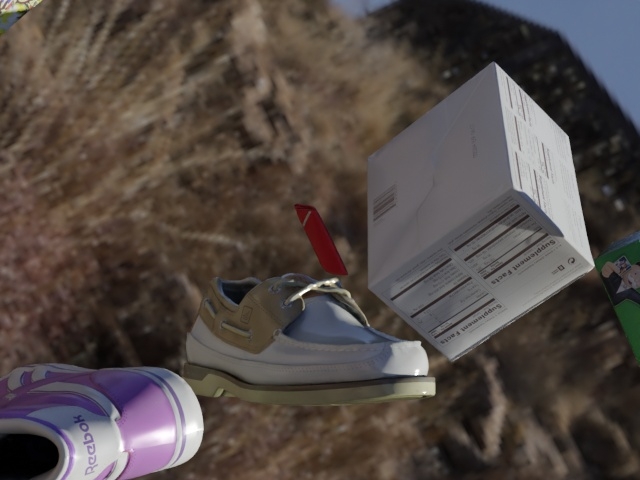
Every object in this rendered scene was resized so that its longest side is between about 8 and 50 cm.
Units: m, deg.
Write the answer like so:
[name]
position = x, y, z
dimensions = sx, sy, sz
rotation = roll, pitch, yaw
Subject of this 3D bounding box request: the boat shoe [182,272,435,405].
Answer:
[boat shoe]
position = -0.022, 0.078, 1.185
dimensions = 0.302, 0.113, 0.103
rotation = -3, -96, 54

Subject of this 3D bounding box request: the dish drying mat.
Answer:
[dish drying mat]
position = 0.000, 0.000, 1.459
dimensions = 0.032, 0.008, 0.083
rotation = 8, -47, 44

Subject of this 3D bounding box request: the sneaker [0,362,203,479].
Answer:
[sneaker]
position = -0.235, 0.150, 1.095
dimensions = 0.282, 0.161, 0.102
rotation = -19, -93, 45

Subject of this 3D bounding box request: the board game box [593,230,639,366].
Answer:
[board game box]
position = 0.326, 0.097, 1.384
dimensions = 0.213, 0.046, 0.317
rotation = 65, 14, 3

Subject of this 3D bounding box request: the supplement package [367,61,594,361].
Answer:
[supplement package]
position = 0.172, -0.035, 1.677
dimensions = 0.145, 0.204, 0.262
rotation = 41, 27, -24

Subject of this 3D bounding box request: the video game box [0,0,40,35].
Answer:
[video game box]
position = -0.341, -0.284, 1.432
dimensions = 0.048, 0.187, 0.205
rotation = 45, -8, 32
